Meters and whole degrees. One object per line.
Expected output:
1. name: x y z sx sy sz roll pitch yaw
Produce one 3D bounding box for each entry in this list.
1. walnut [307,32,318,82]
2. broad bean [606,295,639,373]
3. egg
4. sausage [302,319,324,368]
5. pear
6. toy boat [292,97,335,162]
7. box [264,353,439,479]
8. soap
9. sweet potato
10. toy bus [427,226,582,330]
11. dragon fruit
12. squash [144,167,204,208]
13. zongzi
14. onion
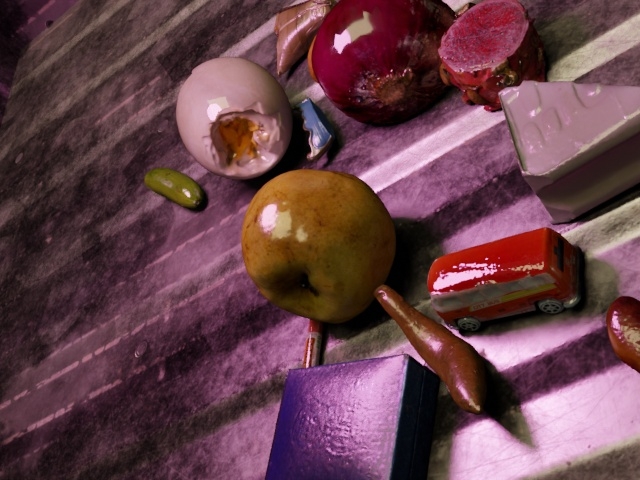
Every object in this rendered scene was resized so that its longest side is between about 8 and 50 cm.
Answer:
1. walnut: 0.034 -0.483 2.238 0.211 0.087 0.167 -47 5 26
2. broad bean: 0.486 0.146 1.334 0.165 0.084 0.114 26 79 46
3. egg: -0.215 -0.306 2.257 0.278 0.278 0.336 -45 34 10
4. sausage: -0.015 0.223 1.833 0.034 0.034 0.253 -21 49 35
5. pear: 0.000 0.000 1.799 0.304 0.304 0.303 -27 45 30
6. toy boat: -0.019 -0.256 2.178 0.077 0.075 0.185 -38 44 14
7. box: 0.050 0.347 1.607 0.279 0.116 0.261 -13 52 37
8. soap: 0.470 -0.210 1.578 0.302 0.159 0.257 -29 41 25
9. sweet potato: 0.206 0.184 1.570 0.079 0.108 0.346 -48 42 6
10. toy bus: 0.299 0.065 1.560 0.265 0.120 0.121 -17 49 36
11. dragon fruit: 0.347 -0.352 1.839 0.211 0.147 0.282 -29 46 14
12. squash: -0.393 -0.147 2.475 0.292 0.082 0.082 25 80 52
13. zongzi: -0.039 -0.530 2.404 0.195 0.099 0.197 -12 64 41
14. onion: 0.133 -0.431 2.021 0.337 0.260 0.281 -24 41 33
